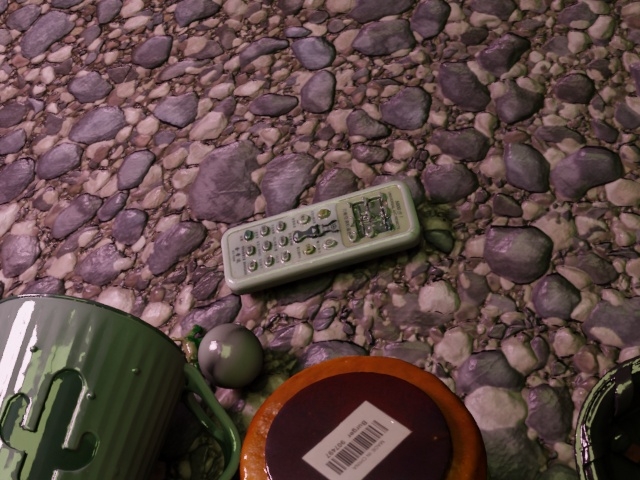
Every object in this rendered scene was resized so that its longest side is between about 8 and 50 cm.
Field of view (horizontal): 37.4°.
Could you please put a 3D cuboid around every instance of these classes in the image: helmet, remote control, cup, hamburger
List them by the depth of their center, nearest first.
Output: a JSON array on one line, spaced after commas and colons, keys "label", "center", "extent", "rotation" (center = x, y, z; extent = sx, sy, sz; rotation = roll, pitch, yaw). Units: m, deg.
[{"label": "helmet", "center": [0.441, 0.287, 1.188], "extent": [0.230, 0.160, 0.279], "rotation": [4, 71, 21]}, {"label": "hamburger", "center": [0.059, 0.330, 1.213], "extent": [0.329, 0.250, 0.330], "rotation": [-4, 39, 3]}, {"label": "cup", "center": [-0.338, 0.300, 1.331], "extent": [0.400, 0.310, 0.392], "rotation": [0, 56, 16]}, {"label": "remote control", "center": [0.000, 0.000, 1.583], "extent": [0.335, 0.066, 0.128], "rotation": [-16, 52, 7]}]

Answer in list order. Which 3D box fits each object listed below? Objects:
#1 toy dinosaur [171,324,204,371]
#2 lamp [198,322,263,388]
[{"label": "toy dinosaur", "center": [-0.204, 0.188, 1.550], "extent": [0.060, 0.029, 0.120], "rotation": [-19, 54, -16]}, {"label": "lamp", "center": [-0.141, 0.182, 1.481], "extent": [0.105, 0.105, 0.105], "rotation": [-9, 55, 12]}]
